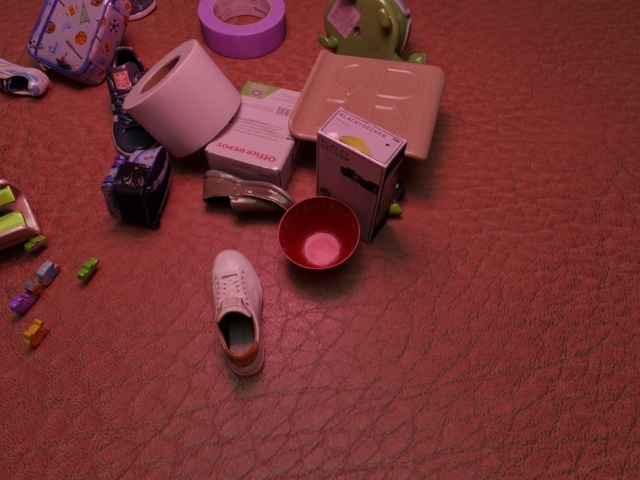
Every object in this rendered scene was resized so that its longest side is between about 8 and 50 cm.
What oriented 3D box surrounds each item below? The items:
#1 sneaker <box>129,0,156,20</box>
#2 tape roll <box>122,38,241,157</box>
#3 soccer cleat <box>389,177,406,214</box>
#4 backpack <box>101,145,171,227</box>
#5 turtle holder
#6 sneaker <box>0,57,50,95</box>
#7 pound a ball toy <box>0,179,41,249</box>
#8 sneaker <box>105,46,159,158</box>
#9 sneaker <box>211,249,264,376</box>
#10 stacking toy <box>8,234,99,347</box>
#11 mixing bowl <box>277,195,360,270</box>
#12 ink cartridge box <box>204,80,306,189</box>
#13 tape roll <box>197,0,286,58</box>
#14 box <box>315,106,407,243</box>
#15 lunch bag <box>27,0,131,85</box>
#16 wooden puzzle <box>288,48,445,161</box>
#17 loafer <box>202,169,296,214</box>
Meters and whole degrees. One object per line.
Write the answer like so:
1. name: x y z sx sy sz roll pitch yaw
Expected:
1. sneaker: -0.652 -0.796 1.477 0.226 0.163 0.086 -29 62 -19
2. tape roll: -0.344 -0.353 1.154 0.246 0.169 0.246 -25 40 23
3. soccer cleat: 0.181 -0.142 1.175 0.072 0.060 0.179 9 65 -7
4. backpack: -0.425 -0.142 1.094 0.116 0.158 0.174 10 56 -4
5. turtle holder: 0.177 -0.627 1.359 0.320 0.244 0.227 27 44 24
6. sneaker: -0.901 -0.465 1.312 0.237 0.085 0.086 12 44 5
7. pound a ball toy: -0.799 0.027 1.016 0.319 0.136 0.208 -25 88 -15
8. sneaker: -0.517 -0.380 1.238 0.131 0.148 0.350 -14 61 -10
9. sneaker: -0.172 0.126 0.962 0.105 0.123 0.290 -14 59 -8
10. stacking toy: -0.620 0.102 1.007 0.166 0.052 0.221 23 59 10
11. mixing bowl: 0.000 0.000 1.049 0.181 0.098 0.182 -2 65 4
12. ink cartridge box: -0.149 -0.270 1.203 0.198 0.115 0.273 16 60 8
13. tape roll: -0.248 -0.709 1.479 0.274 0.090 0.275 0 59 -1
14. box: 0.078 -0.133 1.026 0.169 0.290 0.087 32 63 16
15. lunch bag: -0.708 -0.617 1.336 0.243 0.115 0.304 27 92 11
16. wooden puzzle: 0.126 -0.343 1.187 0.347 0.081 0.322 14 61 9
17. loafer: -0.177 -0.096 1.122 0.250 0.094 0.088 15 71 13
